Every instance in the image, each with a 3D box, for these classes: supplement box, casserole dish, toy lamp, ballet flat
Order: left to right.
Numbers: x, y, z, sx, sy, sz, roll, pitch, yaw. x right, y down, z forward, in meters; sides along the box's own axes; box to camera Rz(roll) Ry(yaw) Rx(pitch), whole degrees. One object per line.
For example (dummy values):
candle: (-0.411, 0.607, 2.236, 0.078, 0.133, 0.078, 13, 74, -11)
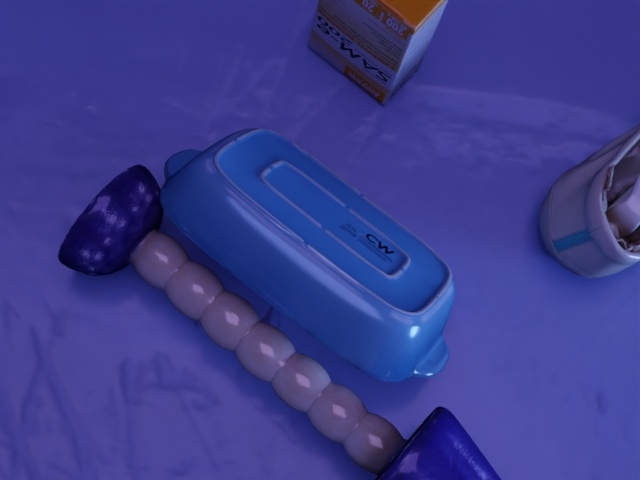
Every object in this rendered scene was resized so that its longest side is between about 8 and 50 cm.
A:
toy lamp: (-0.015, 0.071, 0.737, 0.275, 0.080, 0.080, 39, 74, 5)
casserole dish: (0.000, 0.000, 0.745, 0.188, 0.037, 0.114, 39, 30, 6)
supplement box: (0.031, -0.126, 0.787, 0.062, 0.098, 0.036, 39, 71, 7)
ballet flat: (0.235, -0.063, 0.798, 0.248, 0.086, 0.086, -38, 81, -14)
